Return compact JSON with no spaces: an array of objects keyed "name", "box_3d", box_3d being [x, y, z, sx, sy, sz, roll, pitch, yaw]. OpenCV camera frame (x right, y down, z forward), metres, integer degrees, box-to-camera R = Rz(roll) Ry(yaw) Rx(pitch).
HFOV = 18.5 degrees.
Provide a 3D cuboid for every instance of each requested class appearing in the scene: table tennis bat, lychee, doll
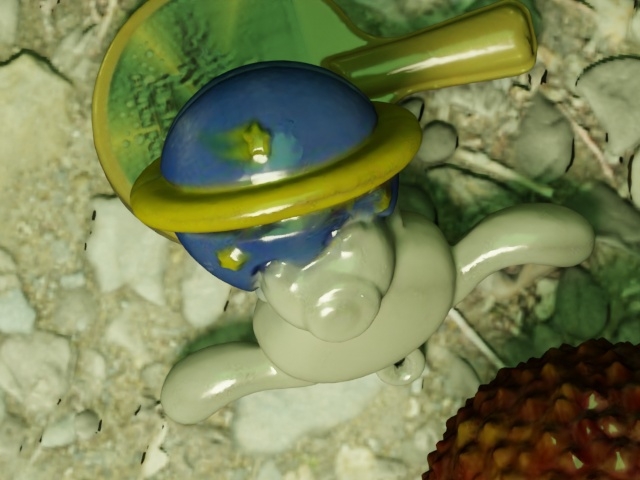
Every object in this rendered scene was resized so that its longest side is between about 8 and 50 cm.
[{"name":"table tennis bat","box_3d":[-0.006,-0.105,1.376,0.320,0.050,0.198,-14,85,8]},{"name":"lychee","box_3d":[0.191,0.195,1.205,0.275,0.304,0.276,-4,120,-6]},{"name":"doll","box_3d":[0.026,-0.006,1.279,0.311,0.159,0.243,-11,101,-1]}]
